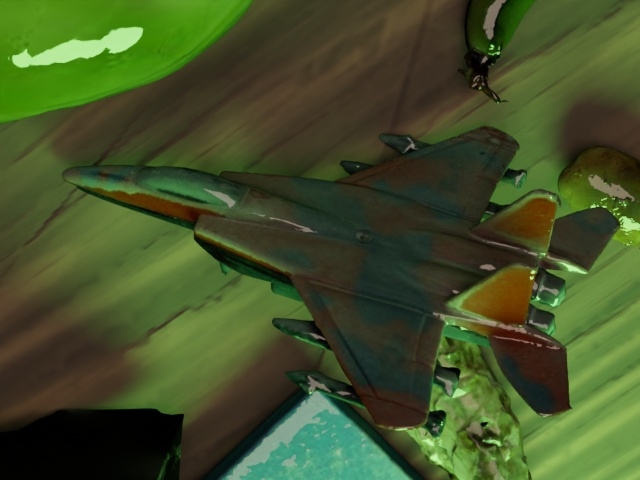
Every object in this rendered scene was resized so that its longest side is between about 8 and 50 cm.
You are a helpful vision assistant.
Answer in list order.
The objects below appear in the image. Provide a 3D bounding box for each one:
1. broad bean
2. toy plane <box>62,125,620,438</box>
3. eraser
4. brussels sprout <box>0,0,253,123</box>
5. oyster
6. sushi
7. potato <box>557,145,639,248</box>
[{"bbox_3d":[0.156,-0.183,0.910,0.069,0.039,0.227,41,98,-6],"label":"broad bean"},{"bbox_3d":[0.001,0.005,0.901,0.326,0.223,0.104,10,144,18],"label":"toy plane"},{"bbox_3d":[0.055,0.239,0.999,0.144,0.042,0.312,-44,103,6],"label":"eraser"},{"bbox_3d":[-0.167,-0.215,0.769,0.328,0.247,0.328,6,78,-29],"label":"brussels sprout"},{"bbox_3d":[0.089,0.108,0.961,0.200,0.061,0.106,40,96,-12],"label":"oyster"},{"bbox_3d":[-0.171,0.201,0.921,0.172,0.153,0.150,-1,107,5],"label":"sushi"},{"bbox_3d":[0.186,-0.026,0.947,0.083,0.040,0.051,27,95,-11],"label":"potato"}]
